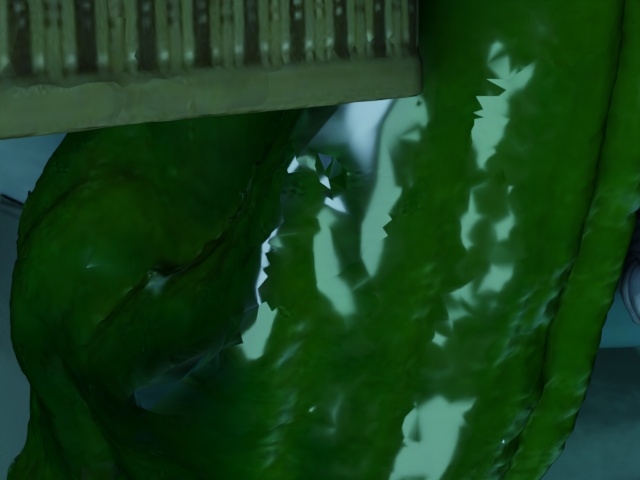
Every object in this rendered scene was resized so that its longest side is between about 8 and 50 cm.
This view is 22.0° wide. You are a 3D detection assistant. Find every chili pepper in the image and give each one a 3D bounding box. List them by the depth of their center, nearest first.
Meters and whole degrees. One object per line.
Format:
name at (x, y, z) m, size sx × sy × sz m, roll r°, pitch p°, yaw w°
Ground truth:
chili pepper at (-0.009, 0.000, 0.566) m, size 0.213 × 0.167 × 0.385 m, roll 26°, pitch 116°, yaw 24°

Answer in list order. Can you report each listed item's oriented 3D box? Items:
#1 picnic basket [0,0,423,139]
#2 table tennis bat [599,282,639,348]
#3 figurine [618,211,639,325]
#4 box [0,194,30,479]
picnic basket at (-0.143, -0.118, 0.418) m, size 0.312 × 0.228 × 0.175 m, roll 3°, pitch 98°, yaw 32°
table tennis bat at (0.238, 0.026, 0.656) m, size 0.329 × 0.215 × 0.044 m, roll -1°, pitch 106°, yaw 34°
figurine at (0.300, -0.070, 0.530) m, size 0.382 × 0.261 × 0.186 m, roll -2°, pitch 110°, yaw 34°
box at (-0.154, 0.111, 0.737) m, size 0.086 × 0.225 × 0.129 m, roll 25°, pitch 134°, yaw -21°
